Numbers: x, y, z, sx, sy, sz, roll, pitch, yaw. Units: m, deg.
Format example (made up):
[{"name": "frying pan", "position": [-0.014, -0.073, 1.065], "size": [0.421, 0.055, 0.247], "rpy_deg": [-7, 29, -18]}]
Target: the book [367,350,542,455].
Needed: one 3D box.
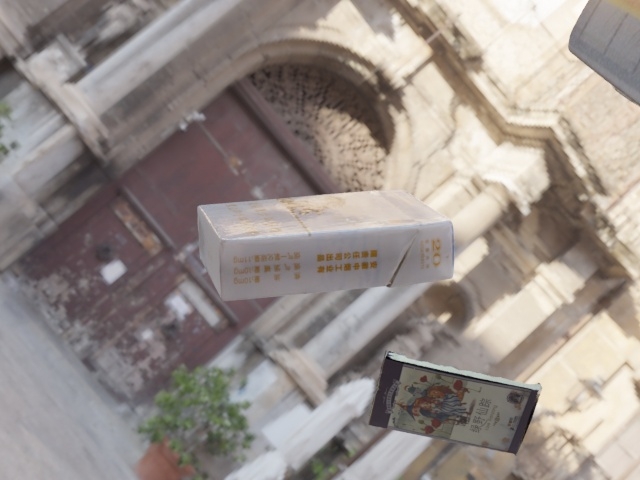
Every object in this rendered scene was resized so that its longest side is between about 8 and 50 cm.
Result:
[{"name": "book", "position": [0.194, 0.245, 1.451], "size": [0.231, 0.026, 0.157], "rpy_deg": [12, -49, 4]}]

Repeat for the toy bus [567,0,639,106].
[{"name": "toy bus", "position": [0.193, -0.075, 0.419], "size": [0.092, 0.106, 0.268], "rpy_deg": [25, 20, -16]}]

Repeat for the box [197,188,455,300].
[{"name": "box", "position": [0.001, 0.000, 0.997], "size": [0.149, 0.233, 0.067], "rpy_deg": [-130, -143, -67]}]
